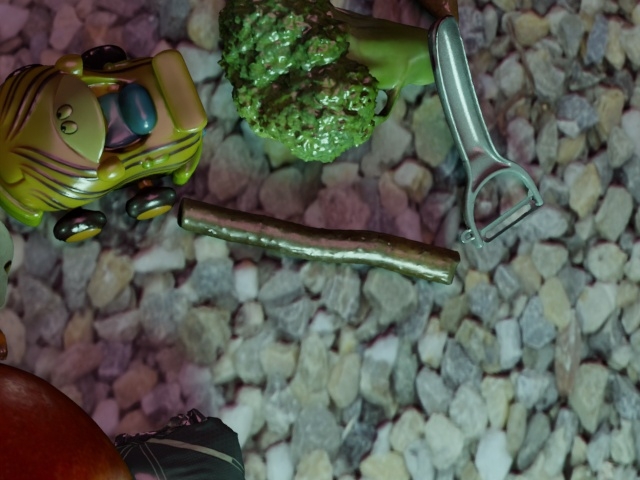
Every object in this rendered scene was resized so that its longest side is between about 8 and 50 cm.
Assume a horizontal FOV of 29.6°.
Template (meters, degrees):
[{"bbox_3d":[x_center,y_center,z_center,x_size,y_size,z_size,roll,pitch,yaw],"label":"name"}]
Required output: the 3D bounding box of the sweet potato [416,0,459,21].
[{"bbox_3d":[0.119,-0.347,1.500,0.065,0.051,0.218,-32,86,-24],"label":"sweet potato"}]

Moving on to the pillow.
[{"bbox_3d":[-0.110,0.342,1.231,0.161,0.092,0.335,-18,82,-23],"label":"pillow"}]

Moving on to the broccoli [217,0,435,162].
[{"bbox_3d":[-0.011,-0.217,1.391,0.254,0.186,0.302,46,26,4],"label":"broccoli"}]

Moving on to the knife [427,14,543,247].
[{"bbox_3d":[0.168,-0.131,1.412,0.123,0.053,0.278,-36,117,-25],"label":"knife"}]

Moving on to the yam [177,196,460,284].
[{"bbox_3d":[0.000,0.000,1.379,0.326,0.045,0.045,12,43,-12],"label":"yam"}]

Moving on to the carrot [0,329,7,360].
[{"bbox_3d":[-0.370,0.054,1.143,0.271,0.066,0.062,26,50,27],"label":"carrot"}]

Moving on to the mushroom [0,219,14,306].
[{"bbox_3d":[-0.421,-0.024,1.243,0.247,0.108,0.096,27,39,-10],"label":"mushroom"}]

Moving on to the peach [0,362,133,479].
[{"bbox_3d":[-0.315,0.278,1.052,0.370,0.370,0.370,4,75,-14],"label":"peach"}]

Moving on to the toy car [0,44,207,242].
[{"bbox_3d":[-0.240,-0.118,1.291,0.248,0.142,0.200,-21,81,-21],"label":"toy car"}]
